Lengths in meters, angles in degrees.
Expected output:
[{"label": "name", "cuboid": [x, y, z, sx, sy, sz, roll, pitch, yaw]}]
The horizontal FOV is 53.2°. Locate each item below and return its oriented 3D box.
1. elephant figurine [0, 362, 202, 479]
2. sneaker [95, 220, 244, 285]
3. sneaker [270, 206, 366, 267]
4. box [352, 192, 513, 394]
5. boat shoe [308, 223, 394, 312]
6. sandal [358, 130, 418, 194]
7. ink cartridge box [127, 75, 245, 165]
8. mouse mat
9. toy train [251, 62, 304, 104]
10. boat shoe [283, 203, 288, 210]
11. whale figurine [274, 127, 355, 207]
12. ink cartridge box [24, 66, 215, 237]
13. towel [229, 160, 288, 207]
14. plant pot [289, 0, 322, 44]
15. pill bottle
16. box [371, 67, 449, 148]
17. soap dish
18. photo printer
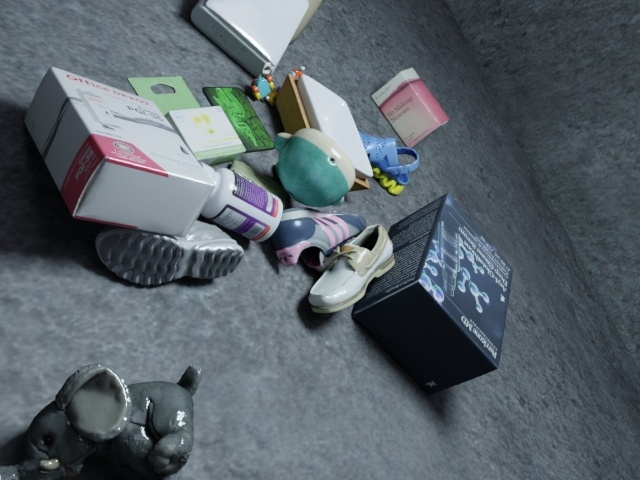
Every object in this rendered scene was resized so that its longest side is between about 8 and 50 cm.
[{"label": "elephant figurine", "cuboid": [-0.293, 0.242, 0.826, 0.240, 0.169, 0.186, 23, 13, -18]}, {"label": "sneaker", "cuboid": [-0.274, 0.008, 1.126, 0.281, 0.105, 0.115, 10, 31, -50]}, {"label": "sneaker", "cuboid": [0.000, 0.000, 1.475, 0.319, 0.112, 0.130, 1, 78, -49]}, {"label": "box", "cuboid": [0.296, 0.124, 1.602, 0.293, 0.212, 0.395, 47, 38, -14]}, {"label": "boat shoe", "cuboid": [0.064, 0.057, 1.430, 0.302, 0.113, 0.103, -38, 124, -50]}, {"label": "sandal", "cuboid": [0.172, -0.265, 1.887, 0.318, 0.138, 0.126, 28, 44, -34]}, {"label": "ink cartridge box", "cuboid": [-0.284, -0.269, 1.377, 0.235, 0.056, 0.171, 60, 33, 4]}, {"label": "mouse mat", "cuboid": [-0.196, -0.297, 1.560, 0.189, 0.007, 0.153, 58, 33, 7]}, {"label": "toy train", "cuboid": [-0.118, -0.418, 1.673, 0.046, 0.125, 0.166, 42, 25, 29]}, {"label": "boat shoe", "cuboid": [-0.118, -0.090, 1.452, 0.100, 0.035, 0.035, 6, 29, -45]}, {"label": "whale figurine", "cuboid": [-0.040, -0.145, 1.449, 0.216, 0.272, 0.141, 46, 70, -15]}, {"label": "ink cartridge box", "cuboid": [-0.335, -0.146, 1.050, 0.207, 0.117, 0.283, 11, 31, -48]}, {"label": "towel", "cuboid": [-0.136, -0.126, 1.412, 0.148, 0.027, 0.110, 31, 16, -12]}, {"label": "plant pot", "cuboid": [-0.079, -0.770, 1.888, 0.257, 0.274, 0.256, 32, 40, -31]}, {"label": "pill bottle", "cuboid": [-0.181, -0.080, 1.287, 0.194, 0.108, 0.108, 29, 41, -35]}, {"label": "box", "cuboid": [0.314, -0.464, 2.237, 0.232, 0.149, 0.127, 54, 33, -1]}, {"label": "soap dish", "cuboid": [0.006, -0.272, 1.677, 0.229, 0.118, 0.290, 18, 48, -51]}, {"label": "photo printer", "cuboid": [-0.172, -0.622, 1.698, 0.256, 0.107, 0.307, 38, 59, -25]}]
